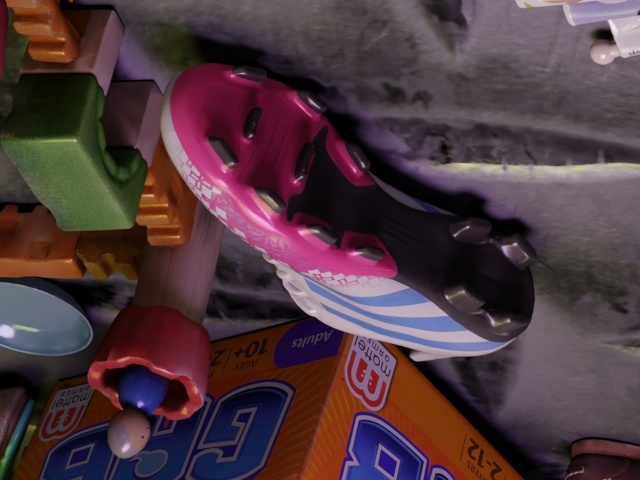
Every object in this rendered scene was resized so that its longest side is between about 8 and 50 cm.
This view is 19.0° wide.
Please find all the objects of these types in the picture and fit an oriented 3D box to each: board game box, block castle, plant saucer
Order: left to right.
[{"bbox_3d":[-0.265,-0.035,1.243,0.303,0.213,0.453,1,148,18],"label":"block castle"},{"bbox_3d":[-0.243,0.057,1.571,0.119,0.021,0.119,8,149,5],"label":"plant saucer"},{"bbox_3d":[-0.046,0.328,1.578,0.356,0.356,0.356,-16,131,38],"label":"board game box"}]

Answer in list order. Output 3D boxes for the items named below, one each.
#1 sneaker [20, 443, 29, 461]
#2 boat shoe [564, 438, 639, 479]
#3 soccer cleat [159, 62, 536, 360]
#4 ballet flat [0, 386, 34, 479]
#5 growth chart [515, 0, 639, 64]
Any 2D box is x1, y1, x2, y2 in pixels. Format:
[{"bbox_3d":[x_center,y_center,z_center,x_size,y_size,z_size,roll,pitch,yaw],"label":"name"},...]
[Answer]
[{"bbox_3d":[-0.199,0.247,1.790,0.125,0.104,0.262,-5,164,13],"label":"sneaker"},{"bbox_3d":[0.307,0.221,1.604,0.207,0.073,0.073,6,148,8],"label":"boat shoe"},{"bbox_3d":[0.000,0.000,1.302,0.331,0.116,0.143,32,144,-30],"label":"soccer cleat"},{"bbox_3d":[-0.339,0.212,1.784,0.106,0.108,0.316,21,147,-3],"label":"ballet flat"},{"bbox_3d":[0.154,-0.176,1.056,0.172,0.021,0.237,-14,140,37],"label":"growth chart"}]
